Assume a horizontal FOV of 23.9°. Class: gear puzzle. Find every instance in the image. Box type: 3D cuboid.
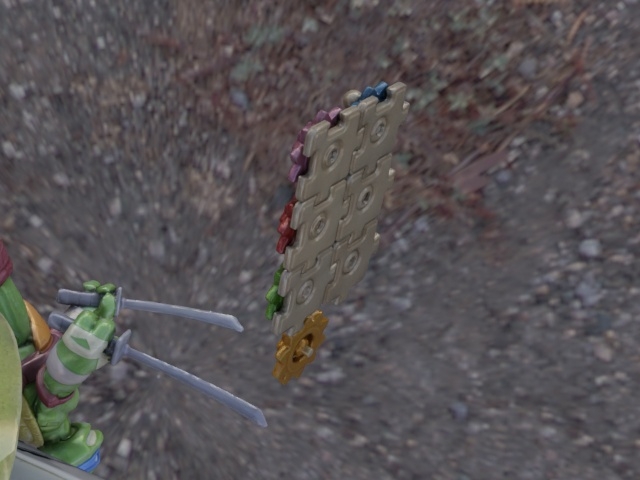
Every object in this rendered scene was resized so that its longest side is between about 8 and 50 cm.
[{"bbox_3d":[0.000,0.000,1.515,0.044,0.338,0.175,29,37,25],"label":"gear puzzle"}]

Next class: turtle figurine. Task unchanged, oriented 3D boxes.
[{"bbox_3d":[-0.195,0.042,1.185,0.275,0.198,0.266,-24,109,24],"label":"turtle figurine"}]

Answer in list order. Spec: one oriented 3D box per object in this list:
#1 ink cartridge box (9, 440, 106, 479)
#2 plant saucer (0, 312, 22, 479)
[{"bbox_3d":[-0.118,0.151,0.541,0.208,0.087,0.153,18,80,34],"label":"ink cartridge box"},{"bbox_3d":[-0.187,0.118,0.509,0.037,0.241,0.241,34,81,-29],"label":"plant saucer"}]
